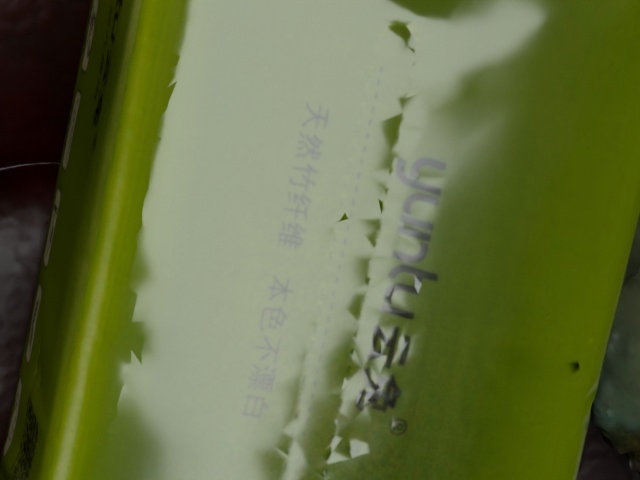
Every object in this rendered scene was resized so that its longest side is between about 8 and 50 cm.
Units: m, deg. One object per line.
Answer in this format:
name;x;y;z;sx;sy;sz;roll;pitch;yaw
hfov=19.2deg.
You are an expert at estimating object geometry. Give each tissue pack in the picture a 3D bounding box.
tissue pack;0.000;0.000;0.723;0.200;0.167;0.275;10;100;-16

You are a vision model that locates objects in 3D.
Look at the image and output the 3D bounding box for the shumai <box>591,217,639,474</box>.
shumai;0.227;0.025;0.734;0.263;0.304;0.309;-43;107;9
